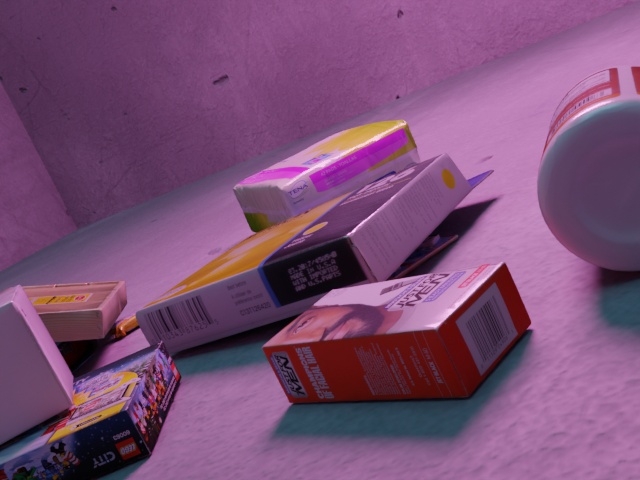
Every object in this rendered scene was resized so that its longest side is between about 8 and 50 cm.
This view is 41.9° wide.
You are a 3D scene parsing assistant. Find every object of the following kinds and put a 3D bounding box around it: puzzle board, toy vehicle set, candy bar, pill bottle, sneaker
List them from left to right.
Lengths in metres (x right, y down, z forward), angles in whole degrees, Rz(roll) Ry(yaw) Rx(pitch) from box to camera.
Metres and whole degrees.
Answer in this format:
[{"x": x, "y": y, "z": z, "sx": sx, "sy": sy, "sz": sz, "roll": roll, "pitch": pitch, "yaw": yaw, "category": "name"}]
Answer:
[{"x": -0.341, "y": 0.150, "z": 1.011, "sx": 0.073, "sy": 0.063, "sz": 0.162, "roll": -8, "pitch": 20, "yaw": 47, "category": "sneaker"}, {"x": -0.349, "y": 0.091, "z": 1.084, "sx": 0.166, "sy": 0.035, "sz": 0.267, "roll": -3, "pitch": 5, "yaw": -7, "category": "toy vehicle set"}, {"x": -0.221, "y": 0.089, "z": 1.149, "sx": 0.161, "sy": 0.018, "sz": 0.040, "roll": -34, "pitch": 11, "yaw": -37, "category": "candy bar"}, {"x": 0.069, "y": 0.019, "z": 0.872, "sx": 0.096, "sy": 0.011, "sz": 0.128, "roll": -32, "pitch": 14, "yaw": -32, "category": "puzzle board"}, {"x": 0.234, "y": -0.067, "z": 0.638, "sx": 0.121, "sy": 0.121, "sz": 0.216, "roll": -20, "pitch": 12, "yaw": 24, "category": "pill bottle"}]

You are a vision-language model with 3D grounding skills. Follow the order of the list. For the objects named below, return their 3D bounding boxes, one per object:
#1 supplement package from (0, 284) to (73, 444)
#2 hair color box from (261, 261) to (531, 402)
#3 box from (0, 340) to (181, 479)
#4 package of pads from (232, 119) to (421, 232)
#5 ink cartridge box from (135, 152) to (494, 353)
[{"x": -0.314, "y": 0.128, "z": 0.705, "sx": 0.179, "sy": 0.105, "sz": 0.105, "roll": -28, "pitch": 11, "yaw": -12, "category": "supplement package"}, {"x": 0.049, "y": 0.067, "z": 0.587, "sx": 0.167, "sy": 0.053, "sz": 0.093, "roll": -15, "pitch": 16, "yaw": 46, "category": "hair color box"}, {"x": -0.245, "y": 0.176, "z": 0.727, "sx": 0.233, "sy": 0.044, "sz": 0.159, "roll": -24, "pitch": 11, "yaw": 5, "category": "box"}, {"x": 0.009, "y": -0.096, "z": 1.299, "sx": 0.229, "sy": 0.101, "sz": 0.296, "roll": -28, "pitch": 12, "yaw": -16, "category": "package of pads"}, {"x": 0.000, "y": 0.000, "z": 0.913, "sx": 0.303, "sy": 0.072, "sz": 0.307, "roll": -22, "pitch": 12, "yaw": 37, "category": "ink cartridge box"}]
